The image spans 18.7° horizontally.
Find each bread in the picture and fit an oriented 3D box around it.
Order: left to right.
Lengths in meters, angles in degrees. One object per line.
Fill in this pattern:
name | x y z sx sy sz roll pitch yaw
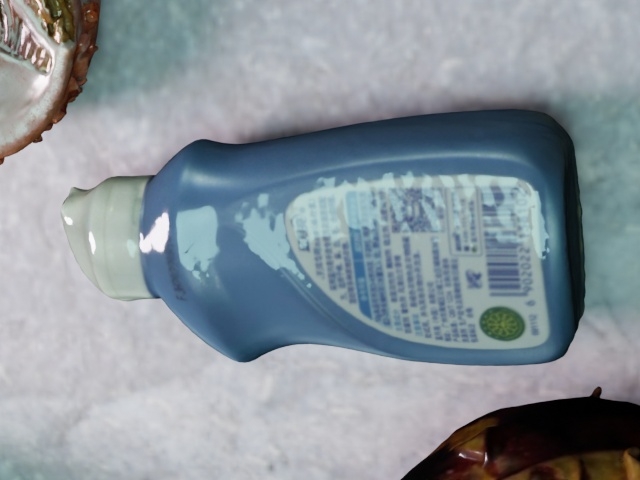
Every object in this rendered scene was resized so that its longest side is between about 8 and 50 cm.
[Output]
bread | -0.201 -0.121 1.078 0.161 0.073 0.160 3 113 6

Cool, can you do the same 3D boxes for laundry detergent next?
laundry detergent | 0.000 0.000 1.096 0.290 0.094 0.143 0 121 13

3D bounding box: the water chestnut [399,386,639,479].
water chestnut | 0.140 0.244 1.082 0.300 0.300 0.300 4 116 8
